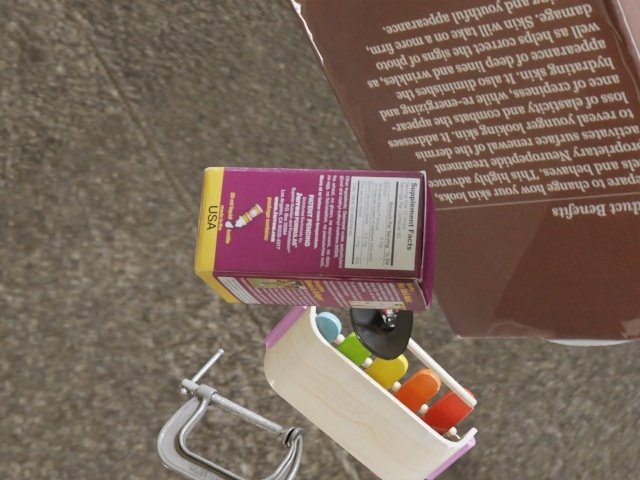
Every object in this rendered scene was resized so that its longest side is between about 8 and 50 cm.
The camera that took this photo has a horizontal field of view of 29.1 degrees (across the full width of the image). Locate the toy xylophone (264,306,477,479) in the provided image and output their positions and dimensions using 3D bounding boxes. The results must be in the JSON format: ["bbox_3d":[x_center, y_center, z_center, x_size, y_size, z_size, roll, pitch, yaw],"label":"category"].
[{"bbox_3d":[0.080,0.202,1.675,0.236,0.081,0.323,-38,100,30],"label":"toy xylophone"}]

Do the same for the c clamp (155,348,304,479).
[{"bbox_3d":[-0.080,0.176,1.156,0.160,0.137,0.022,27,142,27],"label":"c clamp"}]

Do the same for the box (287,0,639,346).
[{"bbox_3d":[0.105,-0.129,0.662,0.191,0.143,0.381,-3,123,41],"label":"box"}]

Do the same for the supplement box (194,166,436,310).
[{"bbox_3d":[0.000,0.000,0.467,0.083,0.055,0.043,2,75,9],"label":"supplement box"}]

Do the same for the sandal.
[{"bbox_3d":[0.070,0.033,1.267,0.067,0.040,0.179,8,82,-15],"label":"sandal"}]
